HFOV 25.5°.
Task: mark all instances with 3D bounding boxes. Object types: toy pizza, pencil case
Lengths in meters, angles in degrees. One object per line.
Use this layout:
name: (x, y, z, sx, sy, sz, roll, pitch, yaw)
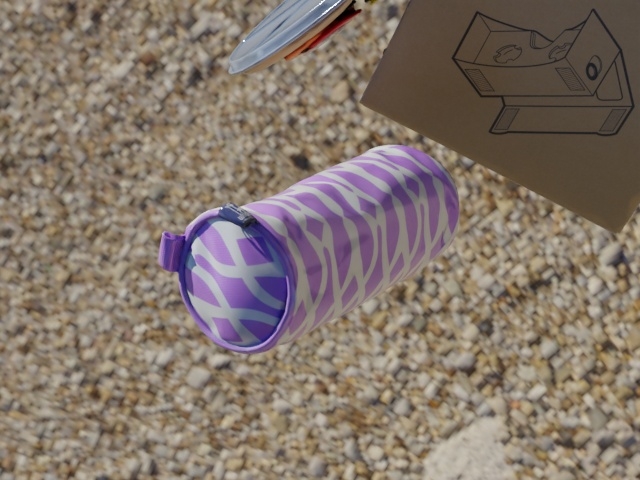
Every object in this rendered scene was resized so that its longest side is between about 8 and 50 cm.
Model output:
toy pizza: (0.018, -0.176, 1.001, 0.201, 0.201, 0.032, -39, 104, 6)
pencil case: (0.000, 0.000, 0.819, 0.088, 0.206, 0.086, 21, 113, 29)

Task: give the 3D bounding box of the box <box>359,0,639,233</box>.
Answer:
box: (0.147, -0.112, 0.930, 0.201, 0.164, 0.021, 27, 37, 0)
